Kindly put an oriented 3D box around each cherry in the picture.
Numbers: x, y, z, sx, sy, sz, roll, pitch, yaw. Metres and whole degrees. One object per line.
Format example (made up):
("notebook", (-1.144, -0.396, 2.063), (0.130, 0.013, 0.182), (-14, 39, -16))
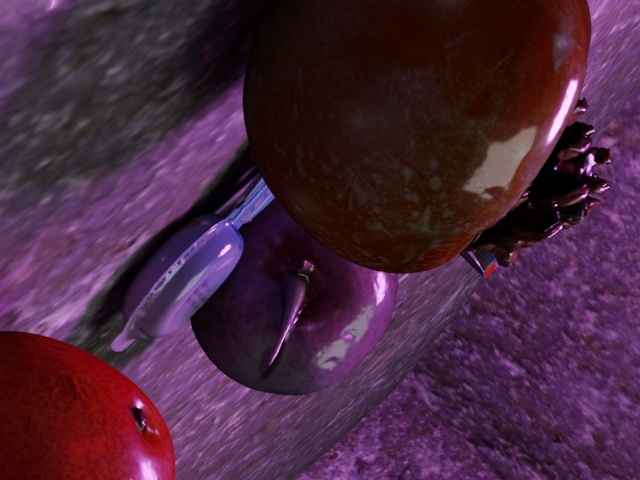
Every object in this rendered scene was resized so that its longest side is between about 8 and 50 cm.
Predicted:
("cherry", (-0.024, 0.053, 1.512), (0.213, 0.184, 0.266), (-36, -176, -11))

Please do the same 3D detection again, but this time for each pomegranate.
("pomegranate", (-0.227, 0.181, 1.083), (0.256, 0.221, 0.221), (-18, -179, 22))

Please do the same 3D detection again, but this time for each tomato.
("tomato", (0.061, -0.119, 1.112), (0.270, 0.222, 0.270), (-58, -173, 11))

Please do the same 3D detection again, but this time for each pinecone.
("pinecone", (0.171, -0.097, 1.610), (0.243, 0.257, 0.243), (-35, -166, 10))

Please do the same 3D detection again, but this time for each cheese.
("cheese", (-0.102, 0.008, 1.382), (0.245, 0.052, 0.135), (-48, 172, -5))

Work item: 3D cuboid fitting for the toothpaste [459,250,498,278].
("toothpaste", (0.131, -0.043, 1.737), (0.044, 0.193, 0.070), (-45, 169, -3))
